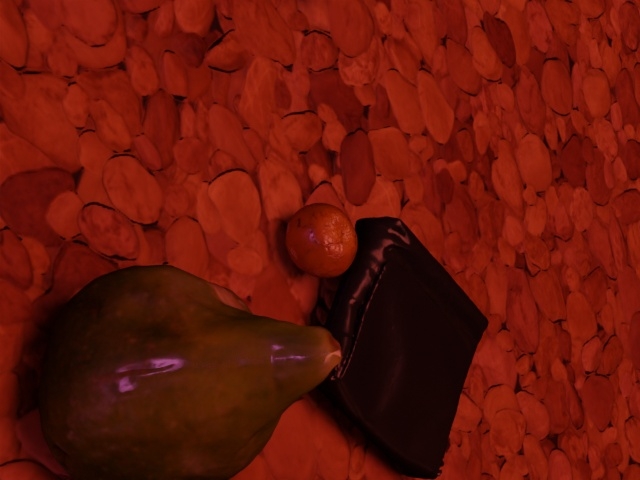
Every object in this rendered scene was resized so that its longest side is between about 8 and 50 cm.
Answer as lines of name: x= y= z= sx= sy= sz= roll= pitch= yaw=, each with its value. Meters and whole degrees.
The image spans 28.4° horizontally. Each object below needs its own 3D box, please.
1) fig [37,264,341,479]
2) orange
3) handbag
fig: x=-0.100 y=0.117 z=1.039 sx=0.206 sy=0.275 sz=0.206 roll=13 pitch=73 yaw=-50
orange: x=0.000 y=0.000 z=1.354 sx=0.083 sy=0.070 sz=0.083 roll=21 pitch=56 yaw=-35
handbag: x=0.083 y=0.123 z=1.433 sx=0.247 sy=0.080 sz=0.223 roll=46 pitch=56 yaw=-38
